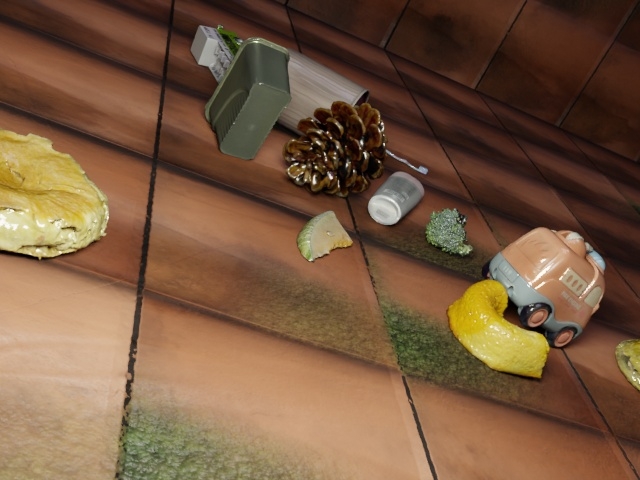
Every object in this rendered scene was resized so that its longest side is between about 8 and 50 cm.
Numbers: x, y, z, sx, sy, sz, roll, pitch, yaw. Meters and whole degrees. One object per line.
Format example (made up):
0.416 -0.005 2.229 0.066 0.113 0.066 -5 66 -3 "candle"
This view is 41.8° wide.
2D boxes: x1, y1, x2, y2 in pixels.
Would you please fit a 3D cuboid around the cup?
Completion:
-0.011 -0.396 2.359 0.273 0.208 0.288 29 26 6 "cup"

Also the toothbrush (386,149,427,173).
0.242 -0.254 2.573 0.193 0.019 0.013 28 25 4 "toothbrush"

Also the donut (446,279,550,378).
0.358 0.183 1.771 0.152 0.101 0.259 3 38 -33 "donut"

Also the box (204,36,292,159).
-0.175 -0.330 2.023 0.138 0.274 0.178 15 41 -25 "box"

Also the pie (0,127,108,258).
-0.519 -0.090 1.393 0.339 0.083 0.339 23 28 -13 "pie"

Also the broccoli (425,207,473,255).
0.342 -0.020 2.150 0.122 0.118 0.204 4 0 20 "broccoli"

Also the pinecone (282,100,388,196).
0.036 -0.220 2.058 0.309 0.244 0.244 -15 48 -41 "pinecone"

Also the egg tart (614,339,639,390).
0.836 0.315 1.999 0.279 0.095 0.279 22 27 -12 "egg tart"

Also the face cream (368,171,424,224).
0.201 -0.113 2.190 0.107 0.073 0.269 36 25 5 "face cream"

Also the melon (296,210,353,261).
-0.004 -0.006 1.823 0.098 0.054 0.182 50 30 11 "melon"

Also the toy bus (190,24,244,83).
-0.270 -0.522 2.457 0.139 0.113 0.301 7 33 -32 "toy bus"

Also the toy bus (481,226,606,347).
0.530 0.089 1.922 0.288 0.232 0.194 32 14 -40 "toy bus"
